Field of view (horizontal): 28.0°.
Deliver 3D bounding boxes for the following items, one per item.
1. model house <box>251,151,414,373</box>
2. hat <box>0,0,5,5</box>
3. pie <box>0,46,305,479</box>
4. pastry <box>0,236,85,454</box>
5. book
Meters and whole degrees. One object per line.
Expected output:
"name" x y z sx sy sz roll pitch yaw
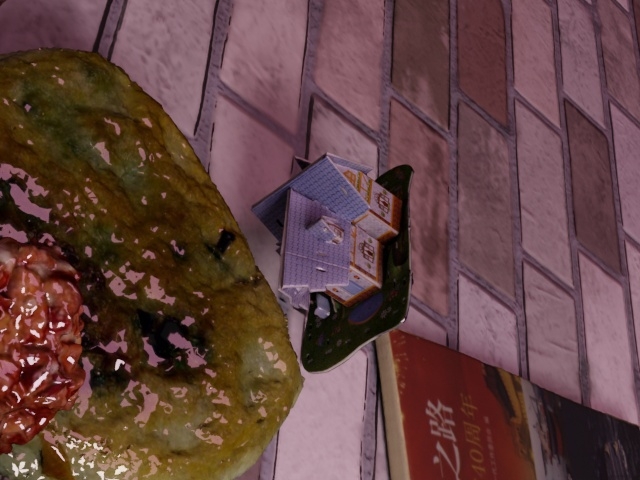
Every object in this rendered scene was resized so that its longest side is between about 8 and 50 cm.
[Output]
"model house" 0.000 0.000 0.949 0.088 0.117 0.167 34 43 -29
"hat" -0.265 -0.241 0.819 0.205 0.089 0.205 32 43 -35
"pie" -0.141 0.020 0.799 0.323 0.070 0.323 29 46 -34
"pastry" -0.207 0.070 0.621 0.208 0.097 0.115 -27 92 -30
"book" 0.189 0.240 1.085 0.374 0.028 0.263 25 49 -40
